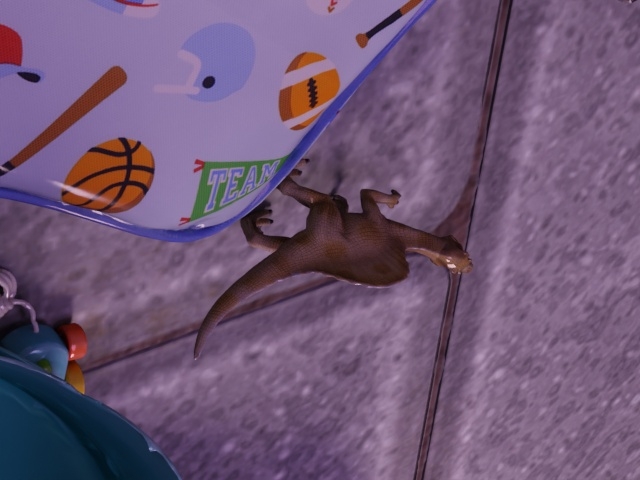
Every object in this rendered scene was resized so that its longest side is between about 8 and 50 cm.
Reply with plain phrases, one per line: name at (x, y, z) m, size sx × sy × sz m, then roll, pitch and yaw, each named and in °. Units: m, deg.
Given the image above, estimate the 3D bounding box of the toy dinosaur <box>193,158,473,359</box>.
toy dinosaur at (0.000, 0.000, 0.754) m, size 0.183 × 0.092 × 0.053 m, roll -12°, pitch 132°, yaw -33°

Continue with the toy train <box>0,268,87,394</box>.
toy train at (-0.185, 0.097, 0.722) m, size 0.166 × 0.046 × 0.125 m, roll -45°, pitch 142°, yaw 3°

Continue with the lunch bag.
lunch bag at (-0.077, -0.133, 0.535) m, size 0.303 × 0.115 × 0.243 m, roll 18°, pitch 118°, yaw -48°

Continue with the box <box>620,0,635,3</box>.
box at (0.224, -0.290, 0.648) m, size 0.257 × 0.079 × 0.322 m, roll -27°, pitch 142°, yaw -35°

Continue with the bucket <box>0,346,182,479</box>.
bucket at (-0.175, 0.167, 0.601) m, size 0.281 × 0.183 × 0.281 m, roll -1°, pitch 92°, yaw -19°
